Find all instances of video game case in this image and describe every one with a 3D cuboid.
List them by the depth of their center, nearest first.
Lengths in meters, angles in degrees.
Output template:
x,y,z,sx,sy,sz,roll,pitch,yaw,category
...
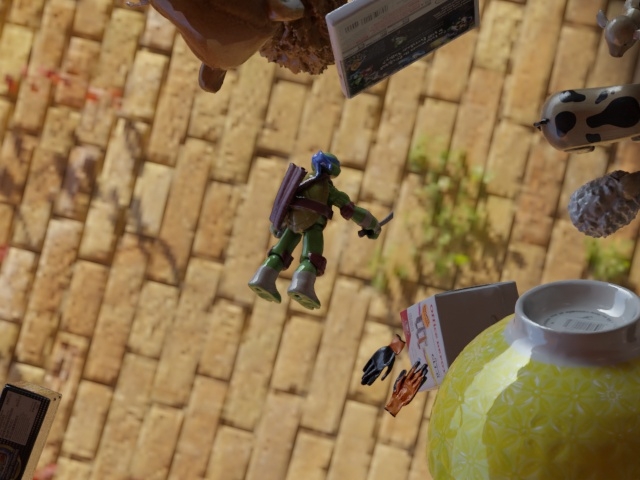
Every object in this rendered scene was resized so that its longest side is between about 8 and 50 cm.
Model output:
x,y,z,sx,sy,sz,roll,pitch,yaw,category
0.100,-0.257,1.637,0.190,0.022,0.173,-30,-24,-6,video game case

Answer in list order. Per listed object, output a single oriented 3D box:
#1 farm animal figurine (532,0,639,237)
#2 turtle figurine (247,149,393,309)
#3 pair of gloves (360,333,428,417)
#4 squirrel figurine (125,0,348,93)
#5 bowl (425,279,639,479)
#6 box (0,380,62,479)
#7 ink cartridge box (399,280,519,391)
x,y,z,sx,sy,sz,roll,pitch,yaw,category
0.439,-0.205,1.917,0.330,0.327,0.172,68,-160,8,farm animal figurine
0.000,0.000,2.459,0.274,0.198,0.266,94,-162,-70,turtle figurine
0.086,0.157,1.646,0.074,0.083,0.010,-51,-41,9,pair of gloves
-0.079,-0.363,1.778,0.397,0.281,0.370,24,-137,-39,squirrel figurine
0.237,0.129,1.286,0.289,0.289,0.156,-55,-35,-61,bowl
-0.399,0.310,1.738,0.216,0.060,0.270,149,141,-82,box
0.207,0.139,2.008,0.176,0.127,0.128,138,122,-73,ink cartridge box
